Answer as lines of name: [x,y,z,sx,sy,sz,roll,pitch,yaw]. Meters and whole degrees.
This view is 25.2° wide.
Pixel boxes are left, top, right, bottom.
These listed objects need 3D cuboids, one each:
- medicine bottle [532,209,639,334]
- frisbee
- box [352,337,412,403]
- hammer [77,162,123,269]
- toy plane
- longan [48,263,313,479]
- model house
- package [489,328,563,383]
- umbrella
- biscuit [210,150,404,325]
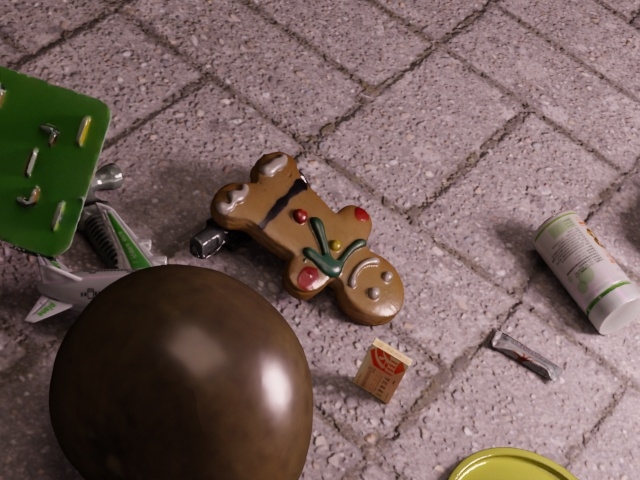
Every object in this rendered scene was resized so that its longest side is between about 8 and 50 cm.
medicine bottle: [0.401,0.046,2.151,0.086,0.086,0.183,-14,56,-32]
frisbee: [0.264,0.368,1.844,0.236,0.017,0.236,11,46,-12]
box: [0.082,0.174,1.898,0.058,0.093,0.015,32,48,8]
hammer: [-0.289,-0.007,1.955,0.158,0.041,0.226,-25,62,-37]
toy plane: [-0.247,0.068,1.842,0.255,0.101,0.251,5,54,-6]
longan: [-0.155,0.185,1.651,0.318,0.319,0.319,11,46,-12]
model house: [-0.398,-0.182,1.869,0.300,0.340,0.323,18,2,0]
package: [0.295,0.166,2.046,0.110,0.015,0.037,30,46,9]
umbrella: [-0.107,-0.040,2.051,0.066,0.059,0.235,26,44,28]
biscuit: [0.000,0.000,2.018,0.301,0.049,0.197,43,52,1]
